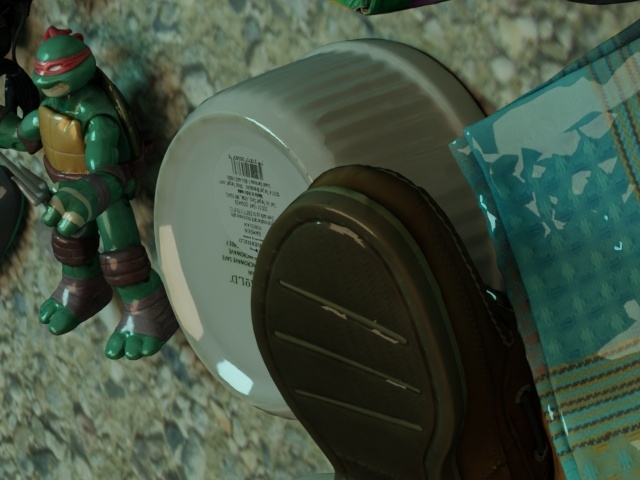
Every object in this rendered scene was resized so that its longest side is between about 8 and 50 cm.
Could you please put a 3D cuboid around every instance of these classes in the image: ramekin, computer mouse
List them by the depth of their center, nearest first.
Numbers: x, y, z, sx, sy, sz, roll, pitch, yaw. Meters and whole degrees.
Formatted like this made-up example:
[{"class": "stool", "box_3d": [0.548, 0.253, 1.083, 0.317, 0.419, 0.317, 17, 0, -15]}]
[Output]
[{"class": "ramekin", "box_3d": [0.000, 0.000, 1.016, 0.207, 0.109, 0.207, 22, 120, 46]}, {"class": "computer mouse", "box_3d": [-0.203, -0.156, 1.244, 0.041, 0.071, 0.242, 45, 139, 26]}]

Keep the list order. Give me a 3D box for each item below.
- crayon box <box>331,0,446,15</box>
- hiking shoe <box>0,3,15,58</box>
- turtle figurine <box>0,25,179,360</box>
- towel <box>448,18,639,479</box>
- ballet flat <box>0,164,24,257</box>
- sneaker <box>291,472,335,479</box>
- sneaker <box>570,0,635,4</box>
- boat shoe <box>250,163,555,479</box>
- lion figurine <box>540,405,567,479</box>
[{"class": "crayon box", "box_3d": [-0.004, -0.198, 0.901, 0.278, 0.165, 0.081, 32, 126, 41]}, {"class": "hiking shoe", "box_3d": [-0.242, -0.182, 1.288, 0.114, 0.086, 0.227, 48, 142, 6]}, {"class": "turtle figurine", "box_3d": [-0.162, -0.044, 1.195, 0.175, 0.118, 0.234, 38, 147, 56]}, {"class": "towel", "box_3d": [0.205, 0.054, 0.715, 0.271, 0.040, 0.370, -31, 63, 33]}, {"class": "ballet flat", "box_3d": [-0.287, 0.009, 1.406, 0.203, 0.074, 0.074, -40, 71, 49]}, {"class": "sneaker", "box_3d": [0.093, 0.284, 1.005, 0.366, 0.135, 0.150, 52, 166, 36]}, {"class": "sneaker", "box_3d": [0.217, -0.116, 0.638, 0.350, 0.148, 0.131, -3, 59, 38]}, {"class": "boat shoe", "box_3d": [0.051, 0.063, 0.896, 0.110, 0.104, 0.307, 25, 147, 30]}, {"class": "lion figurine", "box_3d": [0.200, 0.211, 0.851, 0.240, 0.142, 0.392, 104, 148, -44]}]
